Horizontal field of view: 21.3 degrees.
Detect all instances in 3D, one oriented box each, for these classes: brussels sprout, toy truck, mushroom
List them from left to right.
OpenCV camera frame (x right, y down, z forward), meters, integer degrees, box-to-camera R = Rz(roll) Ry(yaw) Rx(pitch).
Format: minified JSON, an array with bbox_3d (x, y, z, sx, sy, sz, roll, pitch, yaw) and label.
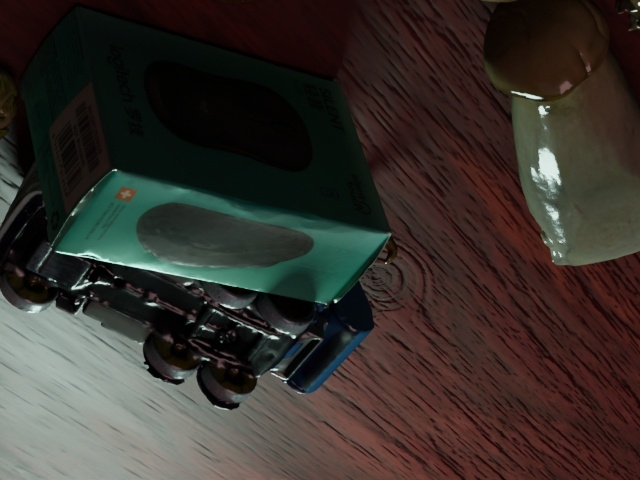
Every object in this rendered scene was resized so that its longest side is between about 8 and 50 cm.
[{"bbox_3d":[-0.313,-0.118,1.531,0.085,0.058,0.085,0,135,0],"label":"brussels sprout"},{"bbox_3d":[-0.131,0.030,1.649,0.367,0.175,0.146,27,127,-19],"label":"toy truck"},{"bbox_3d":[0.263,-0.102,1.735,0.154,0.137,0.407,-16,144,18],"label":"mushroom"}]

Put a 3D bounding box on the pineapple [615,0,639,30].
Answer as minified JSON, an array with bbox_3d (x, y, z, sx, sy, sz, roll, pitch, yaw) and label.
[{"bbox_3d":[0.303,-0.268,1.532,0.361,0.175,0.175,26,127,-28],"label":"pineapple"}]

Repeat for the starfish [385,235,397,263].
[{"bbox_3d":[0.001,0.002,1.806,0.146,0.074,0.190,-20,144,7],"label":"starfish"}]

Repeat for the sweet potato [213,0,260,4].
[{"bbox_3d":[-0.088,-0.229,1.482,0.117,0.049,0.049,-6,143,-22],"label":"sweet potato"}]

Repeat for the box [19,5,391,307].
[{"bbox_3d":[-0.103,-0.073,1.554,0.311,0.205,0.118,14,136,-35],"label":"box"}]
